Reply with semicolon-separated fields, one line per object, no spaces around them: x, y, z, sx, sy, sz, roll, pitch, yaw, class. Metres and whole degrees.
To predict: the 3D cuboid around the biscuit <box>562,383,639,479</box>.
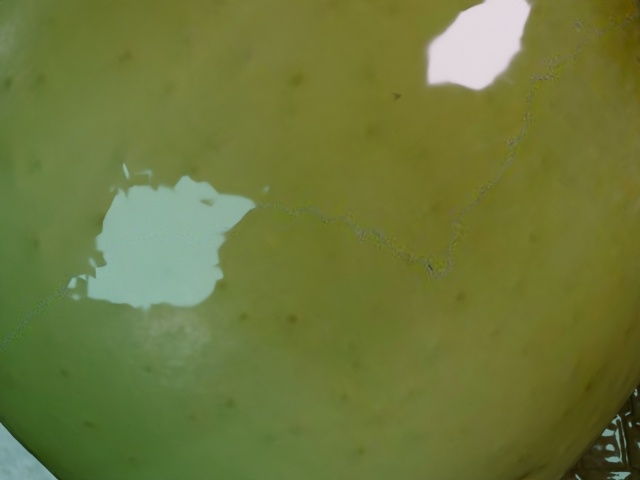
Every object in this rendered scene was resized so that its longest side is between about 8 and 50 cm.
0.182;0.097;1.064;0.182;0.034;0.215;-7;98;35;biscuit

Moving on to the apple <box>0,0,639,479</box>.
-0.009;-0.049;0.908;0.473;0.473;0.474;9;106;31;apple
